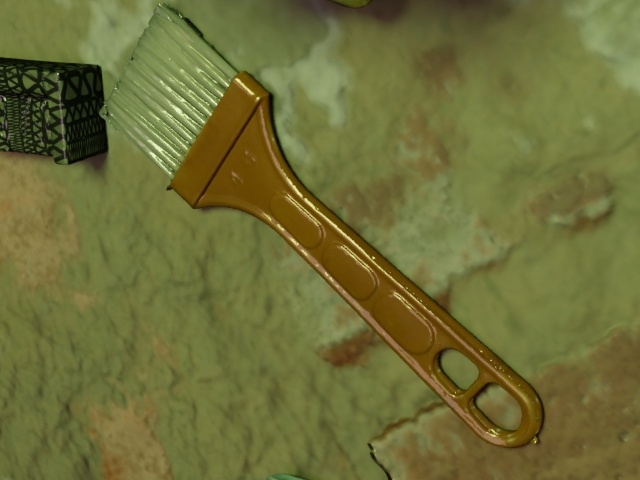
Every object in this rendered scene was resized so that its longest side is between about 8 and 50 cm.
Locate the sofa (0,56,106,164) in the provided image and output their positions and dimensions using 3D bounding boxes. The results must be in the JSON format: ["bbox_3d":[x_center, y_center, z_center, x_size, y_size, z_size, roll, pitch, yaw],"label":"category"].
[{"bbox_3d":[-0.191,-0.082,0.617,0.118,0.039,0.060,10,112,29],"label":"sofa"}]

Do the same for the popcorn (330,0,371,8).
[{"bbox_3d":[-0.026,-0.202,0.383,0.236,0.206,0.252,6,140,5],"label":"popcorn"}]

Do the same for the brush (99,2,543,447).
[{"bbox_3d":[0.000,0.000,0.544,0.314,0.017,0.090,43,123,11],"label":"brush"}]

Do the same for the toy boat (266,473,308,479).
[{"bbox_3d":[0.022,0.180,0.589,0.122,0.034,0.096,20,117,34],"label":"toy boat"}]
